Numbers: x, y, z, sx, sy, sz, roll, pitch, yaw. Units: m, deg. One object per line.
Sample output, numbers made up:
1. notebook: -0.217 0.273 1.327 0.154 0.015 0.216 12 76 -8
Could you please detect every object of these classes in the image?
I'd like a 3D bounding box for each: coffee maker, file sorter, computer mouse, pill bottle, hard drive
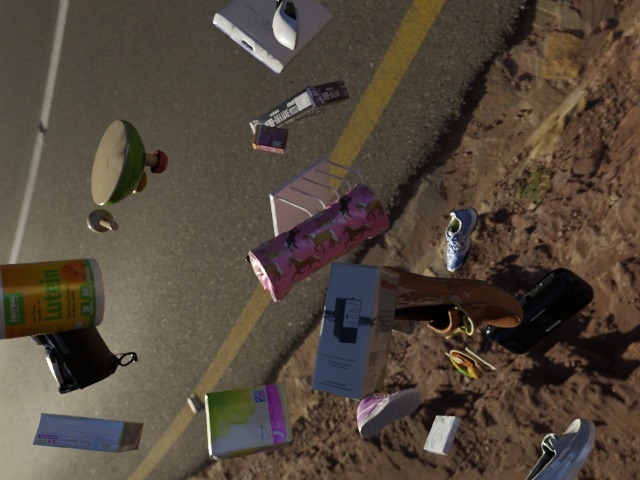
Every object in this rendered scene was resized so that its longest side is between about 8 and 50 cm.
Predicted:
1. coffee maker: -0.520 0.213 1.103 0.120 0.171 0.178 19 131 56
2. file sorter: -0.004 -0.114 1.686 0.173 0.278 0.192 26 138 31
3. computer mouse: -0.073 -0.435 0.987 0.193 0.042 0.106 -104 22 -47
4. pill bottle: -0.541 0.109 0.940 0.136 0.246 0.136 10 102 56
5. hard drive: -0.118 -0.604 1.387 0.210 0.318 0.040 37 141 -7

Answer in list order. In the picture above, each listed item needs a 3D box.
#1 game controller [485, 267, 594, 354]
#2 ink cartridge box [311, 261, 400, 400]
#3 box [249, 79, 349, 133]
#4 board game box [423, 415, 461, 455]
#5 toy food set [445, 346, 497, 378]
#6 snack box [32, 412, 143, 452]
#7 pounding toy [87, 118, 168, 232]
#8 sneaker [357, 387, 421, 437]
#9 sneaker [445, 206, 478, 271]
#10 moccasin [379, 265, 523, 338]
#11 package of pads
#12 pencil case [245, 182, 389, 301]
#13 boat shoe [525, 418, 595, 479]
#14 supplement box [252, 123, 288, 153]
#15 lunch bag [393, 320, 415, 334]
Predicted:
1. game controller: 0.652 0.219 1.522 0.319 0.167 0.067 -49 26 26
2. ink cartridge box: 0.065 0.147 0.857 0.087 0.153 0.208 7 83 22
3. box: -0.077 -0.487 1.905 0.308 0.242 0.076 -19 98 40
4. board game box: 0.297 0.474 1.242 0.020 0.090 0.090 32 157 -6
5. toy food set: 0.485 0.409 1.684 0.132 0.038 0.192 35 161 4
6. snack box: -0.511 0.432 1.145 0.207 0.175 0.070 107 170 -68
7. pounding toy: -0.401 -0.127 1.079 0.183 0.110 0.236 2 82 48
8. sneaker: 0.255 0.626 1.986 0.282 0.161 0.102 -34 111 12
9. sneaker: 0.423 -0.004 1.595 0.080 0.081 0.211 35 121 58
10. moccasin: 0.288 0.158 1.170 0.139 0.380 0.146 125 153 -52
11. package of pads: -0.258 0.653 1.838 0.101 0.297 0.229 104 158 -55
12. pencil case: 0.000 0.000 1.355 0.167 0.386 0.160 41 161 55
13. boat shoe: 0.428 0.386 0.918 0.063 0.184 0.066 40 161 12
14. supplement box: -0.127 -0.258 1.299 0.083 0.043 0.054 11 82 0
15. lunch bag: 0.220 0.266 2.069 0.235 0.287 0.168 6 78 59
